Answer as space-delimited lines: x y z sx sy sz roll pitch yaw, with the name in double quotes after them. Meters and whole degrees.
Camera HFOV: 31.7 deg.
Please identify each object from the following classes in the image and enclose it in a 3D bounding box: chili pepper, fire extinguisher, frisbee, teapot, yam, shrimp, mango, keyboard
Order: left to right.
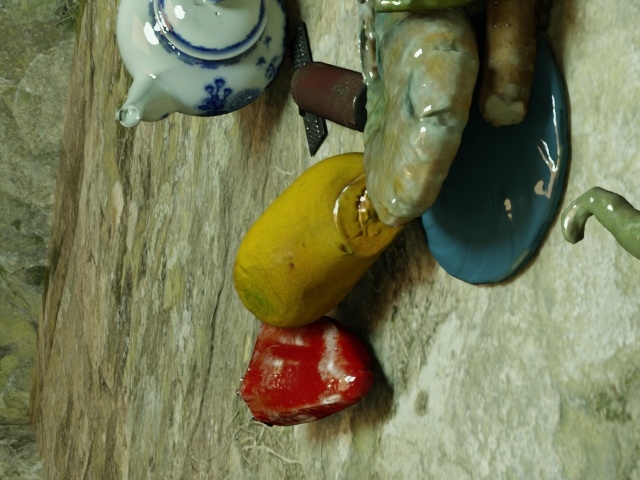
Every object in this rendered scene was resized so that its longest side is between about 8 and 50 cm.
-0.166 -0.316 1.636 0.424 0.252 0.280 -56 3 -16 "teapot"
-0.020 -0.218 1.611 0.063 0.010 0.198 125 140 -54 "keyboard"
0.000 0.161 1.439 0.253 0.144 0.136 -15 109 58 "chili pepper"
0.002 -0.004 1.362 0.359 0.144 0.187 -42 23 50 "mango"
0.020 -0.179 1.449 0.268 0.072 0.089 -148 43 -63 "fire extinguisher"
0.089 -0.197 1.178 0.221 0.110 0.445 111 164 -45 "shrimp"
0.153 -0.097 1.166 0.289 0.049 0.289 -178 90 -66 "frisbee"
0.184 -0.225 1.065 0.057 0.057 0.241 -16 63 65 "yam"

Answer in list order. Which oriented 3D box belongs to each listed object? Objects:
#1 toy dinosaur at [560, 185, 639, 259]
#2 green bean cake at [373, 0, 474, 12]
0.289 0.032 0.828 0.162 0.077 0.294 -51 57 47 "toy dinosaur"
0.076 -0.347 1.024 0.233 0.124 0.236 -75 -28 -52 "green bean cake"
